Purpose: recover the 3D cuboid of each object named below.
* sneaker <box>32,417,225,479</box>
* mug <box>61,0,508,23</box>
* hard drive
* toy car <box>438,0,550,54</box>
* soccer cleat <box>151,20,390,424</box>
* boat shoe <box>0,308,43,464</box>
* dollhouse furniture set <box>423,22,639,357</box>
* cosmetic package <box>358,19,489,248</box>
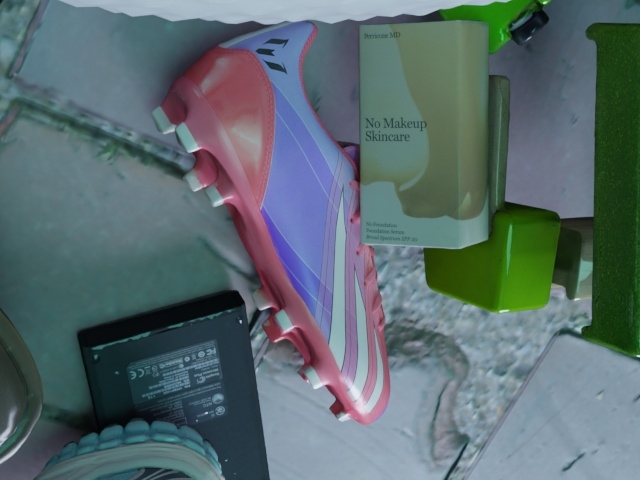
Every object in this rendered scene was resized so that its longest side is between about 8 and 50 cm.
[{"bbox_3d":[-0.178,0.200,0.624,0.283,0.122,0.110,-30,121,4],"label":"sneaker"},{"bbox_3d":[0.027,-0.200,0.331,0.328,0.374,0.276,-17,104,-22],"label":"mug"},{"bbox_3d":[-0.082,0.102,0.686,0.094,0.022,0.135,-15,120,-16],"label":"hard drive"},{"bbox_3d":[0.149,-0.188,0.595,0.239,0.053,0.225,46,113,-2],"label":"toy car"},{"bbox_3d":[0.000,0.000,0.639,0.095,0.083,0.248,-33,121,-10],"label":"soccer cleat"},{"bbox_3d":[-0.259,0.003,0.514,0.307,0.104,0.110,37,88,-32],"label":"boat shoe"},{"bbox_3d":[0.232,-0.042,0.663,0.302,0.197,0.151,-4,100,-25],"label":"dollhouse furniture set"},{"bbox_3d":[0.054,-0.055,0.608,0.041,0.060,0.115,-14,104,-60],"label":"cosmetic package"}]
